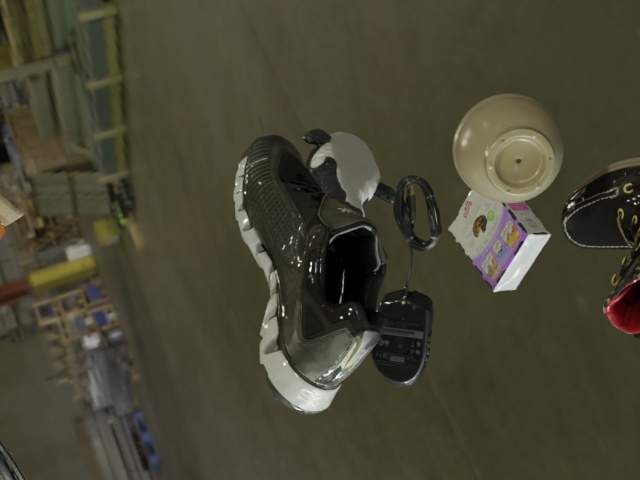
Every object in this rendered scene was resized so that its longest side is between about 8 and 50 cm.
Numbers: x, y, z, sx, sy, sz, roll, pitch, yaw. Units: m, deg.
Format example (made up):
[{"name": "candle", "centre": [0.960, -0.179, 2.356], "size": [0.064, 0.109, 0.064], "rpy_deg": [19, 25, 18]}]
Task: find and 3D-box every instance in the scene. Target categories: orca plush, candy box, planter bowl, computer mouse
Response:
[{"name": "orca plush", "centre": [0.023, -0.052, 1.429], "size": [0.102, 0.151, 0.287], "rpy_deg": [-51, 29, 21]}, {"name": "candy box", "centre": [0.377, -0.019, 2.252], "size": [0.196, 0.070, 0.165], "rpy_deg": [59, 137, 37]}, {"name": "planter bowl", "centre": [0.279, -0.124, 1.527], "size": [0.109, 0.162, 0.162], "rpy_deg": [-97, -6, -73]}, {"name": "computer mouse", "centre": [0.101, 0.047, 1.202], "size": [0.041, 0.071, 0.242], "rpy_deg": [-12, -71, -69]}]

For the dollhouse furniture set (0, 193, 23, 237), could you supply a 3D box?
[{"name": "dollhouse furniture set", "centre": [-0.529, 0.009, 1.235], "size": [0.259, 0.262, 0.135], "rpy_deg": [43, 150, -24]}]

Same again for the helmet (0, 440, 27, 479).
[{"name": "helmet", "centre": [-0.294, 0.173, 0.722], "size": [0.169, 0.169, 0.161], "rpy_deg": [60, 174, 34]}]

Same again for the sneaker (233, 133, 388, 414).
[{"name": "sneaker", "centre": [0.000, 0.000, 0.754], "size": [0.106, 0.078, 0.234], "rpy_deg": [-42, 43, 33]}]

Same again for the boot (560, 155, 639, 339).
[{"name": "boot", "centre": [0.469, 0.010, 1.510], "size": [0.377, 0.284, 0.138], "rpy_deg": [-10, 124, 46]}]
